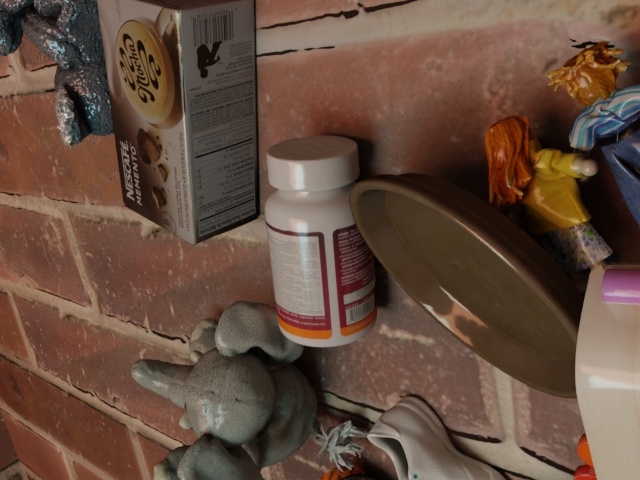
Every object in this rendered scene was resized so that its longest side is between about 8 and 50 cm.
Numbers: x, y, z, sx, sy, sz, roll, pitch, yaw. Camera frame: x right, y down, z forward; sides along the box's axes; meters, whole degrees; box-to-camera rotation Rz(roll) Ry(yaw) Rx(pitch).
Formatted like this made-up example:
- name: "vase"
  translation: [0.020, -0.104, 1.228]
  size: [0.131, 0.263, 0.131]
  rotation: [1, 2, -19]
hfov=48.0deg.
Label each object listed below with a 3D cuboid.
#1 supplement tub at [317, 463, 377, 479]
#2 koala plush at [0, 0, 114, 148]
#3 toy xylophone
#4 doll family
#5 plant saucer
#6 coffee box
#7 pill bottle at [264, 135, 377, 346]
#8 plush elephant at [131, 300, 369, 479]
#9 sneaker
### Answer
- name: "supplement tub"
  translation: [0.064, 0.400, 0.951]
  size: [0.190, 0.117, 0.117]
  rotation: [52, 142, 41]
- name: "koala plush"
  translation: [-0.326, -0.247, 1.001]
  size: [0.203, 0.196, 0.221]
  rotation: [-6, 102, 39]
- name: "toy xylophone"
  translation: [0.293, 0.160, 0.503]
  size: [0.236, 0.081, 0.323]
  rotation: [9, 135, 29]
- name: "doll family"
  translation: [0.218, -0.058, 0.551]
  size: [0.263, 0.118, 0.163]
  rotation: [-34, 84, 51]
- name: "plant saucer"
  translation: [0.140, 0.036, 0.661]
  size: [0.278, 0.041, 0.278]
  rotation: [41, 166, 12]
- name: "coffee box"
  translation: [-0.178, -0.167, 0.928]
  size: [0.168, 0.119, 0.297]
  rotation: [26, 127, 36]
- name: "pill bottle"
  translation: [0.000, 0.000, 0.821]
  size: [0.121, 0.121, 0.221]
  rotation: [17, 121, 42]
- name: "plush elephant"
  translation: [-0.125, 0.213, 0.948]
  size: [0.330, 0.272, 0.255]
  rotation: [5, 155, 30]
- name: "sneaker"
  translation: [0.142, 0.285, 0.839]
  size: [0.212, 0.094, 0.080]
  rotation: [42, 134, 25]
